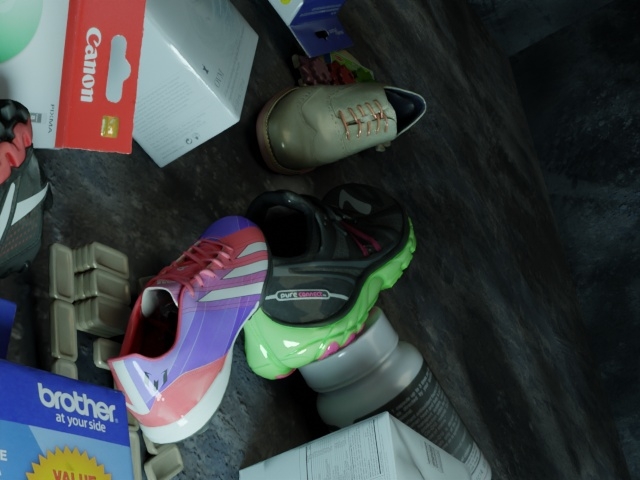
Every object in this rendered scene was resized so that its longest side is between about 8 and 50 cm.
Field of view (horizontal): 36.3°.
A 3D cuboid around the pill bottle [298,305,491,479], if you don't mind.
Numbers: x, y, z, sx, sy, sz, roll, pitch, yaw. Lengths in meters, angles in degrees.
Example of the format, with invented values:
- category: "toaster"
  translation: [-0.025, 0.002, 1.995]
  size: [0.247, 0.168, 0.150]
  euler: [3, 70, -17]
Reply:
- category: "pill bottle"
  translation: [0.096, 0.239, 1.321]
  size: [0.283, 0.161, 0.161]
  euler: [58, 24, -13]

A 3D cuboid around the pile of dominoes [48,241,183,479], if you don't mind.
- category: "pile of dominoes"
  translation: [-0.214, 0.130, 0.983]
  size: [0.196, 0.040, 0.251]
  euler: [31, 47, -58]

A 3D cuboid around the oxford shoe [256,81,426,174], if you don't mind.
- category: "oxford shoe"
  translation: [0.040, -0.205, 1.619]
  size: [0.397, 0.147, 0.140]
  euler: [-31, 109, -54]

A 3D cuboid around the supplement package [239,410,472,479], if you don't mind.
- category: "supplement package"
  translation: [0.048, 0.320, 1.090]
  size: [0.194, 0.203, 0.149]
  euler: [41, 32, -42]

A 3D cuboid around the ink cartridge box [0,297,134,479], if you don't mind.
- category: "ink cartridge box"
  translation: [-0.256, 0.221, 0.649]
  size: [0.270, 0.151, 0.395]
  euler: [29, 39, -52]

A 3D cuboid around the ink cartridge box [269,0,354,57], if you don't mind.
- category: "ink cartridge box"
  translation: [-0.045, -0.502, 1.860]
  size: [0.307, 0.072, 0.303]
  euler: [52, 23, -2]

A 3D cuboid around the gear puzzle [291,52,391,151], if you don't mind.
- category: "gear puzzle"
  translation: [0.086, -0.260, 1.866]
  size: [0.339, 0.044, 0.175]
  euler: [3, 67, -51]

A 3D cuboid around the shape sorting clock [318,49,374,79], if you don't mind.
- category: "shape sorting clock"
  translation: [0.056, -0.296, 1.928]
  size: [0.206, 0.040, 0.206]
  euler: [30, 47, -39]

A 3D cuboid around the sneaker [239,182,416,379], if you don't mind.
- category: "sneaker"
  translation: [0.000, 0.000, 1.346]
  size: [0.202, 0.185, 0.483]
  euler: [60, 22, -11]

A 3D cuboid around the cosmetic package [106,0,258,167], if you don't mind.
- category: "cosmetic package"
  translation: [-0.207, -0.260, 1.246]
  size: [0.224, 0.138, 0.224]
  euler: [47, 28, -29]

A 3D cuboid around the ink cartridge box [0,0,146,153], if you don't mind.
- category: "ink cartridge box"
  translation: [-0.266, -0.176, 0.941]
  size: [0.225, 0.056, 0.180]
  euler: [2, 99, -36]

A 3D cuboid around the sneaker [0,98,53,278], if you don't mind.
- category: "sneaker"
  translation: [-0.306, 0.005, 0.814]
  size: [0.276, 0.098, 0.135]
  euler: [-68, 149, -43]

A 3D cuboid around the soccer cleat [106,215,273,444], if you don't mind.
- category: "soccer cleat"
  translation: [-0.132, 0.060, 1.030]
  size: [0.116, 0.109, 0.318]
  euler: [62, 28, -33]
